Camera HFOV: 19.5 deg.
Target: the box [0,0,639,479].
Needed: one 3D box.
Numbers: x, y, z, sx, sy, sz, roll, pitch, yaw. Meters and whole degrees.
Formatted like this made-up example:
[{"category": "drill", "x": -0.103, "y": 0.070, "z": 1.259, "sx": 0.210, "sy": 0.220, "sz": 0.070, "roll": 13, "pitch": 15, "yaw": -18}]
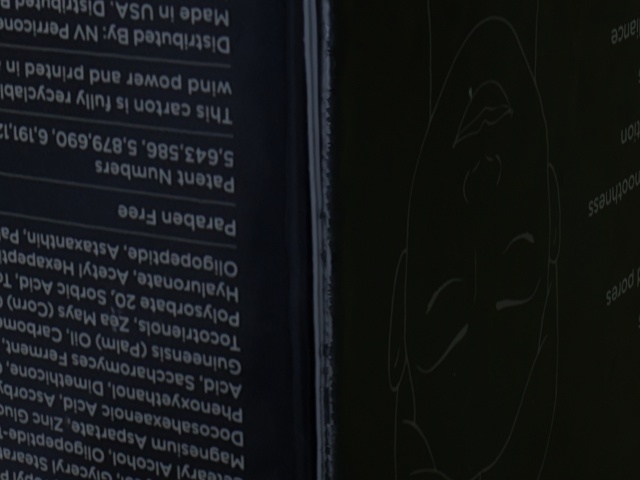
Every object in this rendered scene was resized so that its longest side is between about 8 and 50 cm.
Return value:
[{"category": "box", "x": 0.000, "y": 0.000, "z": 1.002, "sx": 0.297, "sy": 0.480, "sz": 0.471, "roll": 7, "pitch": 108, "yaw": 29}]
